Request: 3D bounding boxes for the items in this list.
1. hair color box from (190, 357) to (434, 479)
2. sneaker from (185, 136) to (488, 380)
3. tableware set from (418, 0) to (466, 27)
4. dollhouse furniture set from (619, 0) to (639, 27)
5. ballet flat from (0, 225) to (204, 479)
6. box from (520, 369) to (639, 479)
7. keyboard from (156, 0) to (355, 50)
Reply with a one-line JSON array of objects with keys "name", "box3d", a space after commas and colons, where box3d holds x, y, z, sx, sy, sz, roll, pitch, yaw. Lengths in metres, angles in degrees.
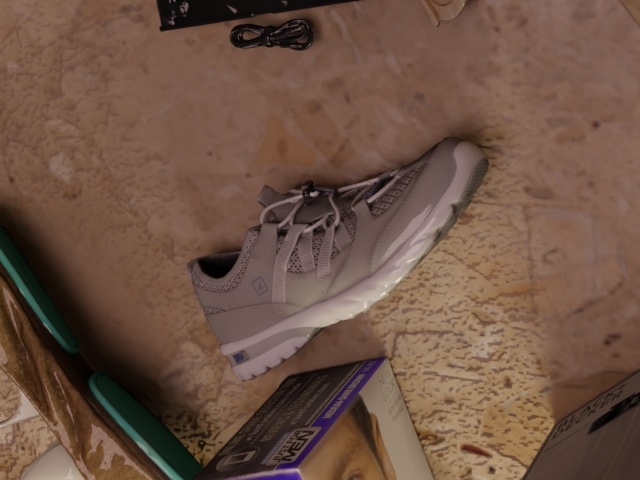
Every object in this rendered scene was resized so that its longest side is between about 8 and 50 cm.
[{"name": "hair color box", "box3d": [0.036, 0.285, 1.112, 0.110, 0.185, 0.338, -16, 104, 29]}, {"name": "sneaker", "box3d": [0.000, 0.000, 1.056, 0.281, 0.105, 0.115, -37, 93, 32]}, {"name": "tableware set", "box3d": [0.080, -0.222, 0.935, 0.169, 0.020, 0.141, -19, 92, 64]}, {"name": "dollhouse furniture set", "box3d": [0.195, -0.212, 0.851, 0.197, 0.151, 0.301, -36, 93, 32]}, {"name": "ballet flat", "box3d": [-0.229, 0.133, 1.199, 0.124, 0.116, 0.342, -41, 90, 2]}, {"name": "box", "box3d": [0.198, 0.179, 0.933, 0.087, 0.290, 0.169, 50, 124, 0]}, {"name": "keyboard", "box3d": [-0.042, -0.189, 1.046, 0.180, 0.023, 0.108, -4, 103, 27]}]
